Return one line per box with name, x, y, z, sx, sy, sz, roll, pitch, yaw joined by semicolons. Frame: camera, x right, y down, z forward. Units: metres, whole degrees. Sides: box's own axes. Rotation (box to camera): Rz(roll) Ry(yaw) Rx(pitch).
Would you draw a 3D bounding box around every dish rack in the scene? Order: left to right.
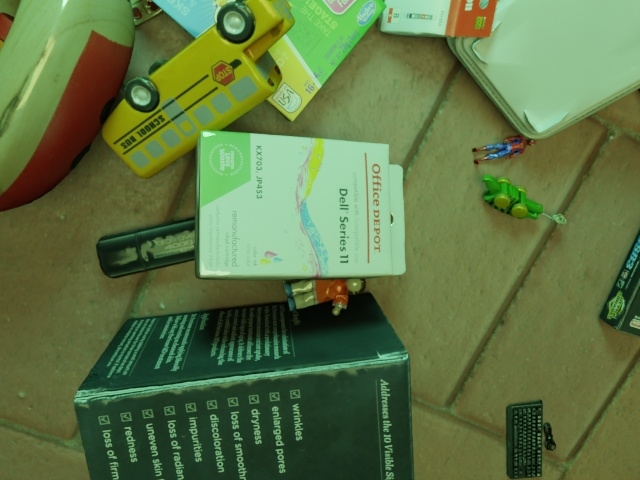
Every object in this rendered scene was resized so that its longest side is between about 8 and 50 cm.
dish rack;0.391;-0.312;0.804;0.285;0.072;0.332;43;131;-19

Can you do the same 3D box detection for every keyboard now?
keyboard;0.454;0.428;1.122;0.108;0.023;0.180;-7;106;-5

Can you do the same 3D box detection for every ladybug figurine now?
ladybug figurine;-0.412;-0.217;0.751;0.161;0.305;0.449;24;108;-49

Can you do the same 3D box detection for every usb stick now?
usb stick;-0.253;0.004;0.925;0.277;0.045;0.077;-13;98;-3

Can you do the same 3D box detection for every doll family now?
doll family;0.000;0.000;0.929;0.163;0.118;0.263;-12;87;-7

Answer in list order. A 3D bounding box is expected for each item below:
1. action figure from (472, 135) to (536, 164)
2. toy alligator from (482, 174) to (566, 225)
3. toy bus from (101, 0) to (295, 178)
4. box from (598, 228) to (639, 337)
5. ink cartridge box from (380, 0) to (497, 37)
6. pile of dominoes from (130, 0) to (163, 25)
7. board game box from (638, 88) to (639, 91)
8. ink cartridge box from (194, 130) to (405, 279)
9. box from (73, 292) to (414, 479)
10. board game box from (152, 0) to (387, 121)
action figure;0.338;-0.167;0.957;0.115;0.030;0.038;-15;102;-5
toy alligator;0.367;-0.063;0.977;0.189;0.056;0.051;26;142;-13
toy bus;-0.175;-0.232;0.781;0.332;0.108;0.130;-28;116;22
box;0.752;0.074;1.043;0.295;0.073;0.294;18;101;-10
ink cartridge box;0.187;-0.395;0.820;0.045;0.179;0.146;-9;111;-50
pile of dominoes;-0.318;-0.471;0.801;0.251;0.040;0.196;35;98;-13
board game box;0.677;-0.295;0.954;0.165;0.042;0.243;-40;105;5
ink cartridge box;-0.008;-0.044;0.799;0.353;0.119;0.207;0;84;-17
box;-0.098;0.378;0.906;0.471;0.297;0.481;-5;104;-4
board game box;-0.092;-0.383;0.827;0.316;0.064;0.242;38;97;-17
